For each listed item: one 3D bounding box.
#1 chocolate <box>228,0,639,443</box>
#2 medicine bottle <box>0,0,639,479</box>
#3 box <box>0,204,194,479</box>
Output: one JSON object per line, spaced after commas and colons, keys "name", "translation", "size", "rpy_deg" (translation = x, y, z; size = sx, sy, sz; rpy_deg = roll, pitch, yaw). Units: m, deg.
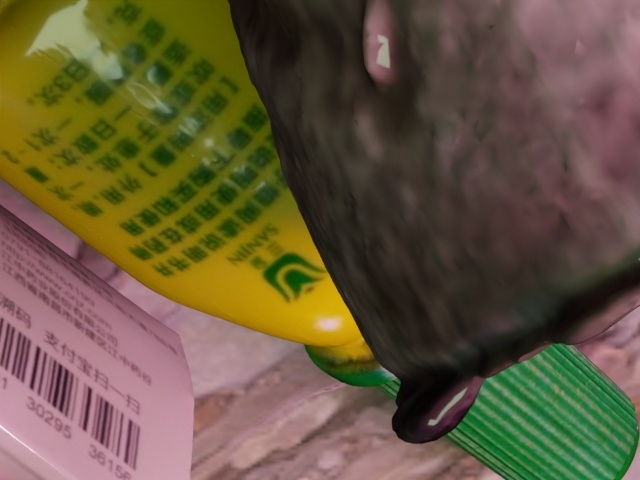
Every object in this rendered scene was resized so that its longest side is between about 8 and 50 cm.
{"name": "chocolate", "translation": [0.084, -0.121, 0.501], "size": [0.303, 0.303, 0.213], "rpy_deg": [-36, 89, 21]}
{"name": "medicine bottle", "translation": [0.000, 0.000, 0.682], "size": [0.111, 0.076, 0.309], "rpy_deg": [-35, 120, 28]}
{"name": "box", "translation": [-0.213, 0.116, 0.713], "size": [0.333, 0.145, 0.173], "rpy_deg": [-39, 120, 23]}
